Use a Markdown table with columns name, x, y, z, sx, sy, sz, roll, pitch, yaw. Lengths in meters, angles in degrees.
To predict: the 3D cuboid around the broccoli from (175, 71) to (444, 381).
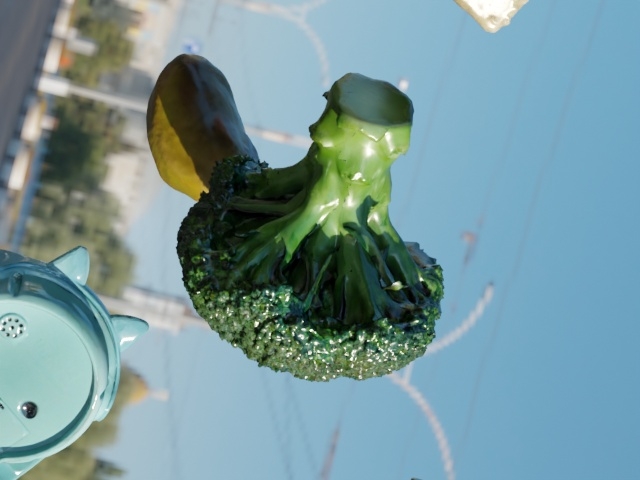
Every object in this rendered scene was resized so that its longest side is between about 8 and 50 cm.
| name | x | y | z | sx | sy | sz | roll | pitch | yaw |
| --- | --- | --- | --- | --- | --- | --- | --- | --- | --- |
| broccoli | 0.000 | 0.000 | 1.552 | 0.297 | 0.297 | 0.297 | -91 | -164 | -56 |

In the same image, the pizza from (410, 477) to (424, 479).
| name | x | y | z | sx | sy | sz | roll | pitch | yaw |
| --- | --- | --- | --- | --- | --- | --- | --- | --- | --- |
| pizza | 0.109 | 0.391 | 1.644 | 0.289 | 0.228 | 0.081 | 63 | 6 | 6 |

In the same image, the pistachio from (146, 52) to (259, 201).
| name | x | y | z | sx | sy | sz | roll | pitch | yaw |
| --- | --- | --- | --- | --- | --- | --- | --- | --- | --- |
| pistachio | -0.133 | -0.110 | 1.787 | 0.100 | 0.110 | 0.189 | 90 | -23 | -74 |

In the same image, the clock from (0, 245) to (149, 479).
| name | x | y | z | sx | sy | sz | roll | pitch | yaw |
| --- | --- | --- | --- | --- | --- | --- | --- | --- | --- |
| clock | -0.314 | 0.124 | 1.624 | 0.274 | 0.223 | 0.094 | -35 | -158 | 10 |

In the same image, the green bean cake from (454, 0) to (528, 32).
| name | x | y | z | sx | sy | sz | roll | pitch | yaw |
| --- | --- | --- | --- | --- | --- | --- | --- | --- | --- |
| green bean cake | 0.167 | -0.291 | 1.587 | 0.109 | 0.085 | 0.179 | -44 | -156 | 19 |
